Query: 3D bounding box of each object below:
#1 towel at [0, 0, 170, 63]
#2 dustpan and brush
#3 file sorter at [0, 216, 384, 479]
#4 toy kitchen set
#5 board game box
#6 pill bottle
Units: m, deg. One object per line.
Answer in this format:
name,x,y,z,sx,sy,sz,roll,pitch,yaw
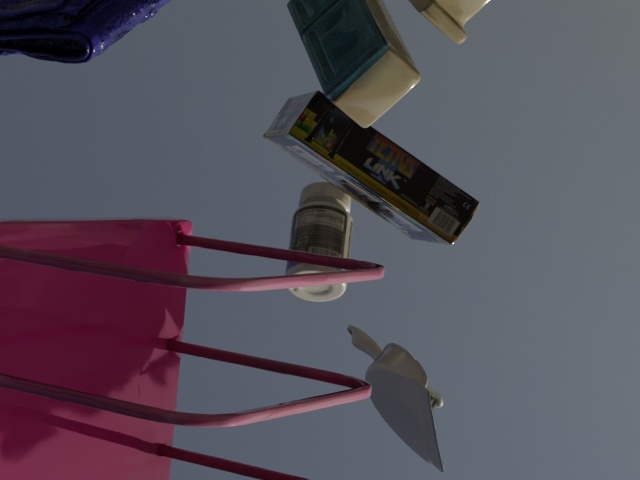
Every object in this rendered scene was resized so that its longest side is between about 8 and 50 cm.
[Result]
towel,-0.229,-0.291,1.691,0.227,0.076,0.308,6,-143,40
dustpan and brush,0.084,0.160,1.839,0.060,0.147,0.211,-35,-136,-25
file sorter,-0.088,0.142,0.875,0.182,0.291,0.202,9,-174,32
toy kitchen set,0.037,-0.212,0.996,0.166,0.207,0.122,37,-160,-36
board game box,0.042,-0.063,1.372,0.170,0.048,0.141,34,177,-11
pill bottle,0.000,0.000,1.962,0.078,0.078,0.137,15,-125,-11
